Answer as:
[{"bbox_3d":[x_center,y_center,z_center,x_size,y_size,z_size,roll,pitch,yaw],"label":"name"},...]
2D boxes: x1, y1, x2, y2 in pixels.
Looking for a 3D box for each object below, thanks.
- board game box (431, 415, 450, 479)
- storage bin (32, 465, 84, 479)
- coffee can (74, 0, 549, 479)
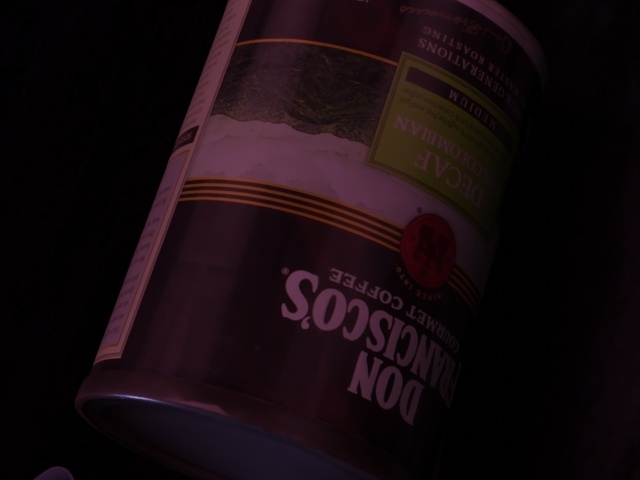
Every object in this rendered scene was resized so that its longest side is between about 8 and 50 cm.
[{"bbox_3d":[-0.011,0.202,0.982,0.160,0.039,0.211,2,76,38],"label":"board game box"},{"bbox_3d":[-0.145,0.224,1.044,0.098,0.091,0.135,-36,58,23],"label":"storage bin"},{"bbox_3d":[0.000,0.000,0.904,0.201,0.201,0.275,2,66,38],"label":"coffee can"}]
